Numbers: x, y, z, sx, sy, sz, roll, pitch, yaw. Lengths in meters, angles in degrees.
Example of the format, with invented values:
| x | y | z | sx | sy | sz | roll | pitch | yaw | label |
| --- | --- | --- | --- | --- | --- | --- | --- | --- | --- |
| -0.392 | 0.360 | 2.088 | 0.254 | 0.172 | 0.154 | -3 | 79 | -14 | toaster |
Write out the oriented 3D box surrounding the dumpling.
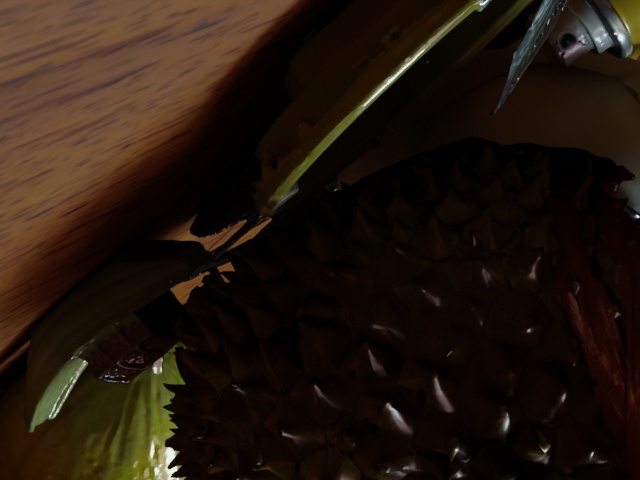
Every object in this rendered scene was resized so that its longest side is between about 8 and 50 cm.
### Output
| x | y | z | sx | sy | sz | roll | pitch | yaw | label |
| --- | --- | --- | --- | --- | --- | --- | --- | --- | --- |
| 0.155 | -0.062 | 1.315 | 0.163 | 0.293 | 0.204 | 37 | 64 | -71 | dumpling |

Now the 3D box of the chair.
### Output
| x | y | z | sx | sy | sz | roll | pitch | yaw | label |
| --- | --- | --- | --- | --- | --- | --- | --- | --- | --- |
| 0.004 | 0.005 | 1.492 | 0.106 | 0.113 | 0.229 | -40 | 173 | 37 | chair |

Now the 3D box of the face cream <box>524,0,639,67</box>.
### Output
| x | y | z | sx | sy | sz | roll | pitch | yaw | label |
| --- | --- | --- | --- | --- | --- | --- | --- | --- | --- |
| 0.288 | -0.242 | 1.280 | 0.349 | 0.105 | 0.105 | -38 | 176 | 0 | face cream |

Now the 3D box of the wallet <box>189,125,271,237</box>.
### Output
| x | y | z | sx | sy | sz | roll | pitch | yaw | label |
| --- | --- | --- | --- | --- | --- | --- | --- | --- | --- |
| -0.017 | -0.054 | 1.173 | 0.111 | 0.030 | 0.166 | -38 | 176 | -27 | wallet |

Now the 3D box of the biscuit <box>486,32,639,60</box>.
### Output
| x | y | z | sx | sy | sz | roll | pitch | yaw | label |
| --- | --- | --- | --- | --- | --- | --- | --- | --- | --- |
| 0.167 | -0.120 | 1.635 | 0.274 | 0.091 | 0.213 | -44 | 171 | 35 | biscuit |

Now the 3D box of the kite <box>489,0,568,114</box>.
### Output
| x | y | z | sx | sy | sz | roll | pitch | yaw | label |
| --- | --- | --- | --- | --- | --- | --- | --- | --- | --- |
| 0.161 | -0.184 | 0.962 | 0.285 | 0.015 | 0.152 | -50 | 169 | -42 | kite |

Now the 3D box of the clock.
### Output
| x | y | z | sx | sy | sz | roll | pitch | yaw | label |
| --- | --- | --- | --- | --- | --- | --- | --- | --- | --- |
| 0.042 | -0.106 | 0.975 | 0.237 | 0.057 | 0.237 | -41 | 177 | -3 | clock |

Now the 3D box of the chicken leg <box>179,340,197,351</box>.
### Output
| x | y | z | sx | sy | sz | roll | pitch | yaw | label |
| --- | --- | --- | --- | --- | --- | --- | --- | --- | --- |
| -0.162 | 0.151 | 1.834 | 0.103 | 0.088 | 0.228 | -29 | 177 | 43 | chicken leg |

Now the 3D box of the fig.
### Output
| x | y | z | sx | sy | sz | roll | pitch | yaw | label |
| --- | --- | --- | --- | --- | --- | --- | --- | --- | --- |
| -0.127 | 0.108 | 1.252 | 0.159 | 0.159 | 0.257 | -35 | 169 | -42 | fig |

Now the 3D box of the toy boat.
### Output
| x | y | z | sx | sy | sz | roll | pitch | yaw | label |
| --- | --- | --- | --- | --- | --- | --- | --- | --- | --- |
| -0.131 | 0.057 | 1.153 | 0.172 | 0.066 | 0.065 | -41 | 178 | 27 | toy boat |

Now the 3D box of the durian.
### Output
| x | y | z | sx | sy | sz | roll | pitch | yaw | label |
| --- | --- | --- | --- | --- | --- | --- | --- | --- | --- |
| 0.100 | 0.098 | 1.103 | 0.347 | 0.384 | 0.347 | 15 | 90 | -89 | durian |
